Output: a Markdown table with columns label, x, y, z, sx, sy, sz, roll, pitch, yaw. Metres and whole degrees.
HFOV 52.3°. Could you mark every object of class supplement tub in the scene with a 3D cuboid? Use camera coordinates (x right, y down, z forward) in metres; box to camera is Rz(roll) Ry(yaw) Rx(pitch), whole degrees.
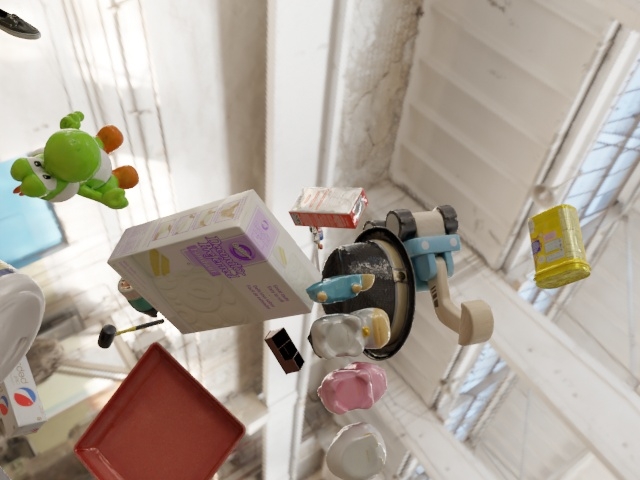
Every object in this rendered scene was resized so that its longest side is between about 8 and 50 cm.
| label | x | y | z | sx | sy | sz | roll | pitch | yaw |
| --- | --- | --- | --- | --- | --- | --- | --- | --- | --- |
| supplement tub | -0.633 | 0.092 | 1.027 | 0.316 | 0.228 | 0.228 | 28 | -32 | 7 |

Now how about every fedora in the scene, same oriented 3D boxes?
| label | x | y | z | sx | sy | sz | roll | pitch | yaw |
| --- | --- | --- | --- | --- | --- | --- | --- | --- | --- |
| fedora | 0.092 | 0.128 | 1.600 | 0.334 | 0.153 | 0.334 | -13 | -104 | 60 |

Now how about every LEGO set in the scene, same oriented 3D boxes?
| label | x | y | z | sx | sy | sz | roll | pitch | yaw |
| --- | --- | --- | --- | --- | --- | --- | --- | --- | --- |
| LEGO set | 0.000 | 0.000 | 1.984 | 0.182 | 0.060 | 0.244 | 85 | -1 | -73 |

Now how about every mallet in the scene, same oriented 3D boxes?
| label | x | y | z | sx | sy | sz | roll | pitch | yaw |
| --- | --- | --- | --- | --- | --- | --- | --- | --- | --- |
| mallet | -0.489 | 0.226 | 1.701 | 0.039 | 0.190 | 0.062 | 47 | -46 | 26 |

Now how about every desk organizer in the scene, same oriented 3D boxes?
| label | x | y | z | sx | sy | sz | roll | pitch | yaw |
| --- | --- | --- | --- | --- | --- | --- | --- | --- | --- |
| desk organizer | -0.100 | 0.311 | 1.838 | 0.050 | 0.047 | 0.130 | -20 | -71 | 29 |

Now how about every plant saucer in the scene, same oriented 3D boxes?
| label | x | y | z | sx | sy | sz | roll | pitch | yaw |
| --- | --- | --- | --- | --- | --- | --- | --- | --- | --- |
| plant saucer | -0.286 | 0.362 | 1.180 | 0.259 | 0.258 | 0.048 | 36 | -2 | 26 |

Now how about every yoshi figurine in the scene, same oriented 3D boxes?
| label | x | y | z | sx | sy | sz | roll | pitch | yaw |
| --- | --- | --- | --- | --- | --- | --- | --- | --- | --- |
| yoshi figurine | -0.499 | -0.168 | 1.402 | 0.204 | 0.362 | 0.203 | 22 | -75 | 4 |

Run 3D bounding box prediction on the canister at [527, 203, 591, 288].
| label | x | y | z | sx | sy | sz | roll | pitch | yaw |
| --- | --- | --- | --- | --- | --- | --- | --- | --- | --- |
| canister | 0.552 | 0.014 | 1.523 | 0.126 | 0.073 | 0.170 | -30 | -129 | 46 |

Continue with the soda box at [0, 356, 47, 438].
| label | x | y | z | sx | sy | sz | roll | pitch | yaw |
| --- | --- | --- | --- | --- | --- | --- | --- | --- | --- |
| soda box | -0.745 | 0.366 | 1.589 | 0.069 | 0.074 | 0.216 | -46 | -117 | 30 |

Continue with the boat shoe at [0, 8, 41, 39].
| label | x | y | z | sx | sy | sz | roll | pitch | yaw |
| --- | --- | --- | --- | --- | --- | --- | --- | --- | --- |
| boat shoe | -0.705 | -0.497 | 1.480 | 0.142 | 0.049 | 0.040 | 20 | -49 | -4 |

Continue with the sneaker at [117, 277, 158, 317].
| label | x | y | z | sx | sy | sz | roll | pitch | yaw |
| --- | --- | --- | --- | --- | --- | --- | --- | --- | --- |
| sneaker | -0.309 | 0.048 | 1.477 | 0.108 | 0.302 | 0.121 | 31 | -23 | 47 |

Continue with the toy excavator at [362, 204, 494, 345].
| label | x | y | z | sx | sy | sz | roll | pitch | yaw |
| --- | --- | --- | --- | --- | --- | --- | --- | --- | --- |
| toy excavator | 0.351 | 0.110 | 2.040 | 0.433 | 0.222 | 0.445 | -25 | -107 | 63 |

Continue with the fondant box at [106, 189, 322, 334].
| label | x | y | z | sx | sy | sz | roll | pitch | yaw |
| --- | --- | --- | --- | --- | --- | --- | --- | --- | --- |
| fondant box | -0.199 | 0.054 | 1.227 | 0.330 | 0.096 | 0.238 | -14 | -50 | 31 |

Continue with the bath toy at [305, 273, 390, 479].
| label | x | y | z | sx | sy | sz | roll | pitch | yaw |
| --- | --- | --- | --- | --- | --- | --- | --- | --- | --- |
| bath toy | 0.053 | 0.234 | 1.133 | 0.129 | 0.151 | 0.348 | 166 | -81 | -75 |

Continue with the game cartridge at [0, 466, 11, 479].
| label | x | y | z | sx | sy | sz | roll | pitch | yaw |
| --- | --- | --- | --- | --- | --- | --- | --- | --- | --- |
| game cartridge | -0.565 | 0.359 | 0.978 | 0.230 | 0.068 | 0.355 | 11 | -46 | 21 |

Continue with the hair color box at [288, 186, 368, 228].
| label | x | y | z | sx | sy | sz | roll | pitch | yaw |
| --- | --- | --- | --- | --- | --- | --- | --- | --- | --- |
| hair color box | 0.019 | -0.079 | 1.551 | 0.167 | 0.093 | 0.053 | 5 | -42 | 30 |
